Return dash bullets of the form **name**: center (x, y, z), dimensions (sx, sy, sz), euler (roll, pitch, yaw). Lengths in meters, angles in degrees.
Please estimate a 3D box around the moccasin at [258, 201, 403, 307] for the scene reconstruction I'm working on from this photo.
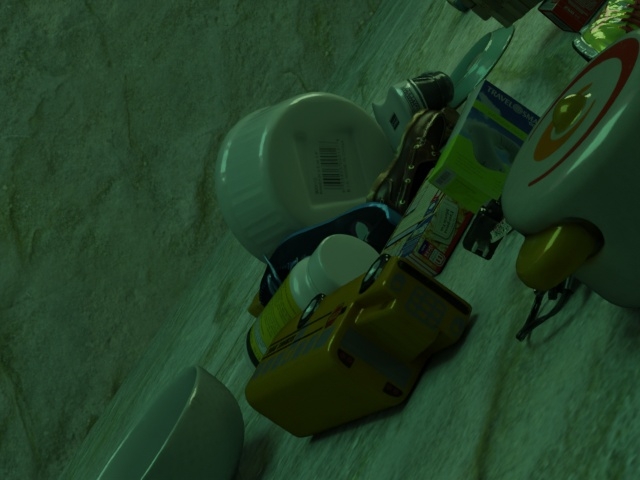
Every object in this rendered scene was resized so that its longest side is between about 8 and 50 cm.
- **moccasin**: center (-0.006, 0.048, 1.801), dimensions (0.342, 0.137, 0.117), euler (-41, 19, 55)

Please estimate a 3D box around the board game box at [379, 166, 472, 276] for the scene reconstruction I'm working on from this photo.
- **board game box**: center (0.145, -0.029, 1.612), dimensions (0.193, 0.045, 0.147), euler (-58, 10, -24)

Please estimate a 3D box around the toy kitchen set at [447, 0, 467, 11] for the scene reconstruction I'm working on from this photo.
- **toy kitchen set**: center (0.316, -0.512, 2.503), dimensions (0.122, 0.166, 0.207), euler (-51, -27, 7)

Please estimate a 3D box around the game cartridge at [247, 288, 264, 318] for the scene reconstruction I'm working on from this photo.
- **game cartridge**: center (0.000, 0.000, 2.229), dimensions (0.285, 0.052, 0.323), euler (-57, 8, -21)

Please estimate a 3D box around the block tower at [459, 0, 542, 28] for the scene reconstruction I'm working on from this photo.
- **block tower**: center (0.311, -0.400, 1.693), dimensions (0.097, 0.091, 0.335), euler (-58, 12, -23)

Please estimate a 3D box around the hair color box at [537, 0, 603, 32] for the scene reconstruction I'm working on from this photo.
- **hair color box**: center (0.372, -0.363, 1.707), dimensions (0.167, 0.053, 0.093), euler (-51, 9, 7)

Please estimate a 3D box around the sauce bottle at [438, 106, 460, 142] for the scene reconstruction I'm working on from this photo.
- **sauce bottle**: center (0.169, -0.157, 1.981), dimensions (0.128, 0.042, 0.042), euler (-47, 11, 42)

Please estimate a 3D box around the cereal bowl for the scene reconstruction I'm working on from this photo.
- **cereal bowl**: center (-0.209, 0.341, 1.696), dimensions (0.339, 0.141, 0.339), euler (-51, 9, 11)

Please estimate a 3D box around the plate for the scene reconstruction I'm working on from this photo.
- **plate**: center (0.253, -0.290, 2.107), dimensions (0.188, 0.024, 0.188), euler (-51, 9, 11)

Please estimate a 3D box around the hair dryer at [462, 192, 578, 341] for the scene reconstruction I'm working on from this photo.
- **hair dryer**: center (0.257, -0.052, 1.159), dimensions (0.293, 0.080, 0.223), euler (-56, 24, 15)

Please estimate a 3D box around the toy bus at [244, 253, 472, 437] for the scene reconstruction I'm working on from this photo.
- **toy bus**: center (0.033, 0.124, 1.406), dimensions (0.130, 0.108, 0.332), euler (-58, 11, -26)

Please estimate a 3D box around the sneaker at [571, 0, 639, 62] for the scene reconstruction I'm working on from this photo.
- **sneaker**: center (0.325, -0.222, 1.339), dimensions (0.094, 0.081, 0.208), euler (-47, 11, 23)

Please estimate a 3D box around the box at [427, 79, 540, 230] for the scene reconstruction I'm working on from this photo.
- **box**: center (0.199, -0.102, 1.424), dimensions (0.042, 0.109, 0.178), euler (-48, 10, 49)

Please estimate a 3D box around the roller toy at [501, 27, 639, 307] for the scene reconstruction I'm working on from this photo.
- **roller toy**: center (0.236, -0.058, 0.968), dimensions (0.209, 0.146, 0.191), euler (-49, 10, 26)

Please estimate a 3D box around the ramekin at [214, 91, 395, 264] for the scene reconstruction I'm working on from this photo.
- **ramekin**: center (-0.012, -0.096, 1.966), dimensions (0.135, 0.277, 0.277), euler (-23, 31, 57)

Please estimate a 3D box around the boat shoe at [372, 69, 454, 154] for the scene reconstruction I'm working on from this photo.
- **boat shoe**: center (0.158, -0.217, 2.089), dimensions (0.102, 0.108, 0.301), euler (-27, -6, -8)

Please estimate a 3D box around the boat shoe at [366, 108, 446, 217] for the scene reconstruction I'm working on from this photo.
- **boat shoe**: center (0.145, -0.109, 1.872), dimensions (0.073, 0.073, 0.207), euler (9, 58, 36)

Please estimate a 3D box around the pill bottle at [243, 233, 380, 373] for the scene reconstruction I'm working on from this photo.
- **pill bottle**: center (-0.005, 0.094, 1.607), dimensions (0.208, 0.119, 0.119), euler (-55, 6, 40)
